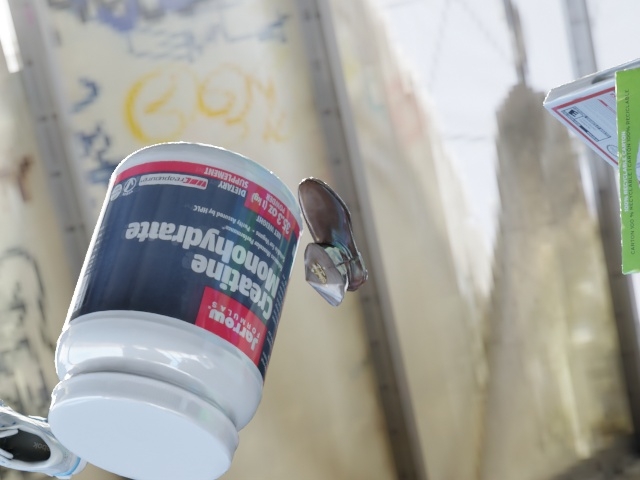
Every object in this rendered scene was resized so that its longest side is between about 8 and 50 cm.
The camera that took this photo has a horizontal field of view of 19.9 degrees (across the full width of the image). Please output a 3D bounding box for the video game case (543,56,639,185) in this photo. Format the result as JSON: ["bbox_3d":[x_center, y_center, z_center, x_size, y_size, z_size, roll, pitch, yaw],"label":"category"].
[{"bbox_3d":[0.374,-0.109,1.756,0.285,0.204,0.025,-16,-139,57],"label":"video game case"}]

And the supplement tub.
[{"bbox_3d":[-0.132,0.065,1.675,0.191,0.191,0.272,-4,-125,27],"label":"supplement tub"}]

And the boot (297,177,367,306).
[{"bbox_3d":[0.000,0.000,1.491,0.037,0.106,0.114,-30,178,16],"label":"boot"}]

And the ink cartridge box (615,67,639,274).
[{"bbox_3d":[0.312,-0.073,1.459,0.097,0.189,0.255,5,171,-42],"label":"ink cartridge box"}]

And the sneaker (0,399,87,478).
[{"bbox_3d":[-0.344,0.205,1.938,0.190,0.071,0.083,10,177,15],"label":"sneaker"}]
